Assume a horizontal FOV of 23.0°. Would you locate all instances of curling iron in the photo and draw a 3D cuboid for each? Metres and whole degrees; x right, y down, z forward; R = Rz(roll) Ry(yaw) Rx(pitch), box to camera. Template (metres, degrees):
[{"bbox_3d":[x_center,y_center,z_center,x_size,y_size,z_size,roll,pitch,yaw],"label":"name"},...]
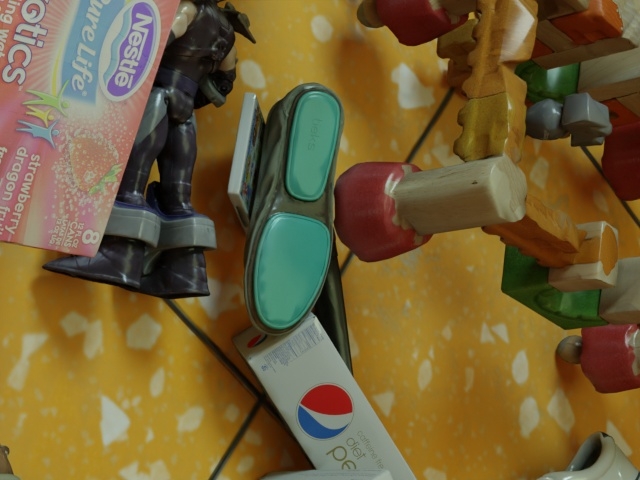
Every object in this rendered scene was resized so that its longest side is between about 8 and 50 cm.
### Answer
[{"bbox_3d":[0.000,0.000,1.372,0.035,0.068,0.274,-6,91,-15],"label":"curling iron"}]

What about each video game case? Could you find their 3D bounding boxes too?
[{"bbox_3d":[-0.057,-0.060,1.304,0.122,0.011,0.087,74,24,-72],"label":"video game case"}]

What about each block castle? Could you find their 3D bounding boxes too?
[{"bbox_3d":[0.212,-0.063,1.458,0.453,0.212,0.303,29,63,-41],"label":"block castle"}]

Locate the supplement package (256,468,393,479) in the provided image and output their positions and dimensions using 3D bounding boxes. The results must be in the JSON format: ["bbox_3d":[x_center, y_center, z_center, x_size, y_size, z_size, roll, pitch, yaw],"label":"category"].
[{"bbox_3d":[-0.031,0.307,1.224,0.203,0.149,0.194,-26,100,-43],"label":"supplement package"}]

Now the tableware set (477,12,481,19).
[{"bbox_3d":[0.214,-0.291,1.626,0.128,0.039,0.194,38,59,-31],"label":"tableware set"}]

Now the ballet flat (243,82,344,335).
[{"bbox_3d":[-0.025,-0.024,1.294,0.072,0.068,0.213,15,78,-22],"label":"ballet flat"}]

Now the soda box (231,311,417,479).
[{"bbox_3d":[0.013,0.158,1.327,0.069,0.074,0.216,-33,108,-7],"label":"soda box"}]

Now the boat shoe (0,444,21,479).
[{"bbox_3d":[-0.343,0.157,1.002,0.324,0.123,0.116,3,57,-46],"label":"boat shoe"}]

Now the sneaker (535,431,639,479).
[{"bbox_3d":[0.220,0.275,1.514,0.258,0.094,0.091,-34,87,-45],"label":"sneaker"}]

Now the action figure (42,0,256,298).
[{"bbox_3d":[-0.124,-0.102,1.224,0.185,0.099,0.285,22,77,-59],"label":"action figure"}]

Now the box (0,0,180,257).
[{"bbox_3d":[-0.199,-0.158,1.075,0.142,0.154,0.300,12,101,-40],"label":"box"}]
